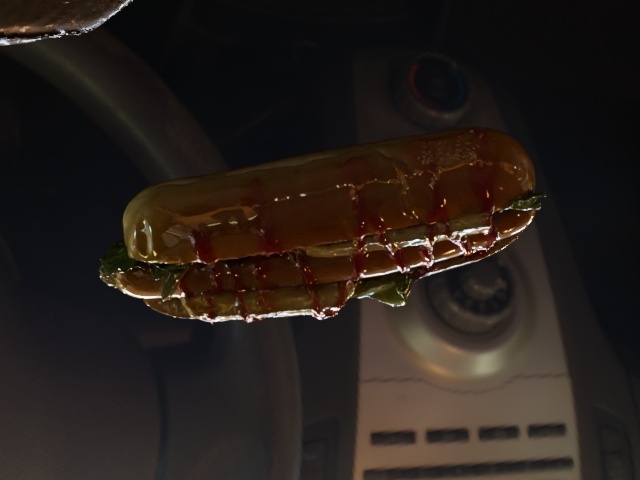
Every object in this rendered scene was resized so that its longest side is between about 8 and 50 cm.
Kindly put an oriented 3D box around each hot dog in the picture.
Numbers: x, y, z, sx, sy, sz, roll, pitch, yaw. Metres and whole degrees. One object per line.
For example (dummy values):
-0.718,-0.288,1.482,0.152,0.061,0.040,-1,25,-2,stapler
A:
0.000,0.000,0.560,0.250,0.076,0.104,-11,144,-6,hot dog

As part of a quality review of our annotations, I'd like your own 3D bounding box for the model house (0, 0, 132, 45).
-0.214,-0.207,0.586,0.203,0.164,0.141,-15,144,-46,model house
